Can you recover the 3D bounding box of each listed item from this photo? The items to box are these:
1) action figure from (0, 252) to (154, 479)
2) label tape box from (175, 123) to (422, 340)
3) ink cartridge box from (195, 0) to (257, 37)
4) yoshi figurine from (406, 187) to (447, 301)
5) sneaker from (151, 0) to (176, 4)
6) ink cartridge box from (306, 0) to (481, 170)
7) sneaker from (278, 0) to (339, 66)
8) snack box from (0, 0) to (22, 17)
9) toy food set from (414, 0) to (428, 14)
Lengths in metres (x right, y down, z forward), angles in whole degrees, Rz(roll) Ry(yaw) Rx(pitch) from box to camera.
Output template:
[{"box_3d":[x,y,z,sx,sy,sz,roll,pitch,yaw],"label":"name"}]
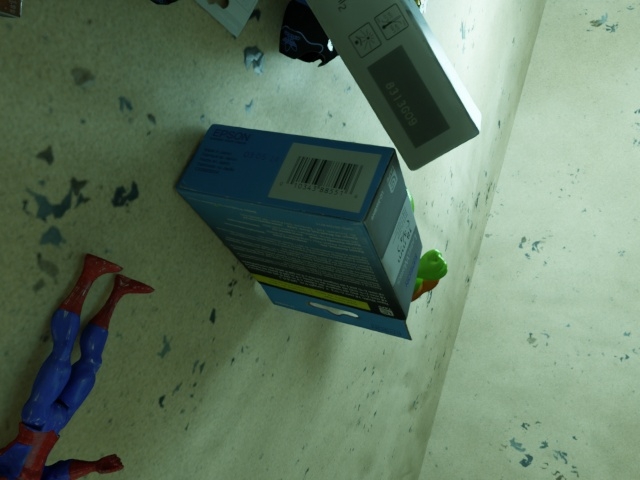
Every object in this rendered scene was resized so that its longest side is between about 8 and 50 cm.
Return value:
[{"box_3d":[-0.222,0.162,0.543,0.280,0.139,0.091,-65,151,-17],"label":"action figure"},{"box_3d":[0.000,0.000,0.789,0.105,0.241,0.333,-67,154,-22],"label":"label tape box"},{"box_3d":[-0.098,-0.344,0.667,0.179,0.045,0.145,-58,156,5],"label":"ink cartridge box"},{"box_3d":[0.140,-0.009,1.156,0.362,0.204,0.202,35,55,-61],"label":"yoshi figurine"},{"box_3d":[-0.156,-0.252,0.505,0.217,0.079,0.121,-53,159,-44],"label":"sneaker"},{"box_3d":[0.094,-0.274,0.749,0.308,0.091,0.385,56,25,-8],"label":"ink cartridge box"},{"box_3d":[0.006,-0.297,0.854,0.090,0.081,0.232,-63,163,20],"label":"sneaker"},{"box_3d":[-0.237,-0.257,0.420,0.064,0.022,0.178,-8,110,-64],"label":"snack box"},{"box_3d":[0.206,-0.499,1.214,0.083,0.020,0.082,-51,145,-42],"label":"toy food set"}]
